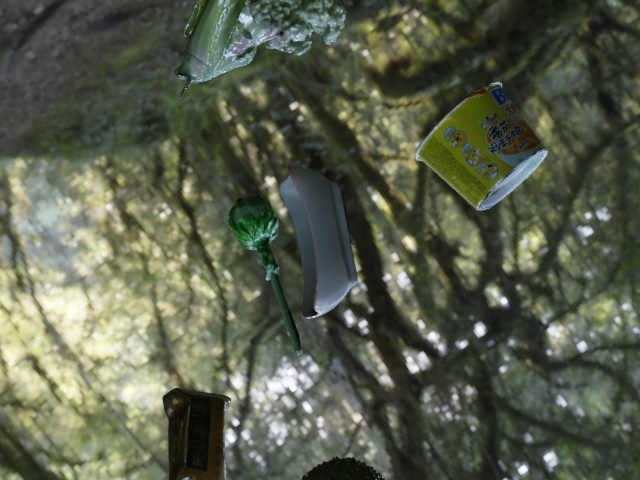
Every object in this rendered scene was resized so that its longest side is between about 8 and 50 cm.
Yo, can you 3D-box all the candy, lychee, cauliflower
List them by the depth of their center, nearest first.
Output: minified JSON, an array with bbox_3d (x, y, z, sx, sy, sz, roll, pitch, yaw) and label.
[{"bbox_3d":[-0.113,-0.336,1.660,0.315,0.256,0.239,-50,-170,8],"label":"cauliflower"},{"bbox_3d":[0.042,0.399,1.662,0.171,0.171,0.171,-33,-166,9],"label":"lychee"},{"bbox_3d":[-0.218,0.378,1.946,0.101,0.143,0.271,-53,-149,42],"label":"candy"},{"bbox_3d":[-0.086,0.060,2.031,0.097,0.324,0.097,-17,155,-8],"label":"candy"}]

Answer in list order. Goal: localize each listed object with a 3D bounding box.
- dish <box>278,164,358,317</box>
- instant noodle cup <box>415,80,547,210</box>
[{"bbox_3d":[0.000,0.000,1.633,0.077,0.213,0.151,-10,173,-8],"label":"dish"},{"bbox_3d":[0.283,-0.154,1.952,0.205,0.153,0.205,-36,165,-11],"label":"instant noodle cup"}]
